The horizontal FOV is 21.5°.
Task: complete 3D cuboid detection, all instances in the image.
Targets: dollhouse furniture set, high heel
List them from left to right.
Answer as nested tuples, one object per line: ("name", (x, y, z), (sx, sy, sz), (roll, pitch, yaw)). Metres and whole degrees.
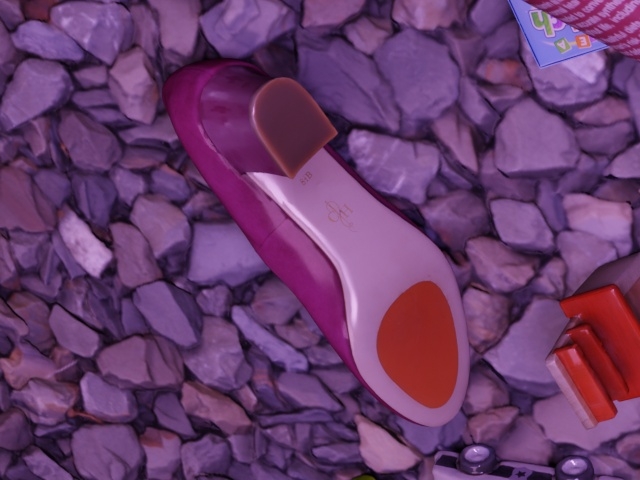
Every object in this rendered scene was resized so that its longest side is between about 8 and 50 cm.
("high heel", (0.000, 0.000, 1.466), (0.181, 0.127, 0.377), (16, 138, 57))
("dollhouse furniture set", (0.313, 0.053, 1.271), (0.259, 0.135, 0.262), (-22, 108, 38))

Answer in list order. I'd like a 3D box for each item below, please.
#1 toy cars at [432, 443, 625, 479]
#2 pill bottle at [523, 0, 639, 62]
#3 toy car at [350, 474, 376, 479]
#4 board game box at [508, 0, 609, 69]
("toy cars", (0.261, 0.318, 1.512), (0.393, 0.087, 0.176), (39, 131, 2))
("pill bottle", (0.151, -0.258, 1.022), (0.392, 0.224, 0.224), (26, 133, -12))
("toy car", (0.014, 0.347, 1.605), (0.149, 0.188, 0.155), (-24, 107, 38))
("board game box", (0.188, -0.242, 1.210), (0.160, 0.039, 0.211), (-14, 111, 36))
